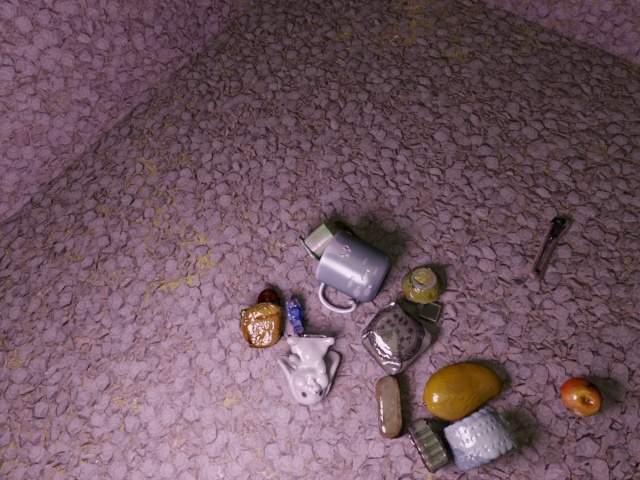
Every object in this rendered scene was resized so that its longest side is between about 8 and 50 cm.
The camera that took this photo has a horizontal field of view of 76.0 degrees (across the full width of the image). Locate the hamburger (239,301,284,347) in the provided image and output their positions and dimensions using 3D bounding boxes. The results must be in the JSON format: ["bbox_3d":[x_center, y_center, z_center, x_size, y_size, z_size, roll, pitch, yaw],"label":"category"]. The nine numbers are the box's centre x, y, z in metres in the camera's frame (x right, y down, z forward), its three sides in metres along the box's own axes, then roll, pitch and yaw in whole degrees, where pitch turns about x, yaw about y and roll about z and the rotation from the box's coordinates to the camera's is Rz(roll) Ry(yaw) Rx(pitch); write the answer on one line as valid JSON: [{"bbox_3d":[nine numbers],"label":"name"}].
[{"bbox_3d":[-0.251,0.376,1.784,0.183,0.130,0.206,-10,107,-10],"label":"hamburger"}]

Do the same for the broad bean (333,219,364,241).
[{"bbox_3d":[0.171,-0.003,1.999,0.297,0.043,0.060,41,64,18],"label":"broad bean"}]

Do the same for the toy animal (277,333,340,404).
[{"bbox_3d":[-0.058,0.525,1.720,0.249,0.174,0.289,22,68,1],"label":"toy animal"}]

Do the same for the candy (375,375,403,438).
[{"bbox_3d":[0.280,0.675,1.661,0.102,0.104,0.234,-6,65,7],"label":"candy"}]

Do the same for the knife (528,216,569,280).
[{"bbox_3d":[1.066,0.031,1.910,0.089,0.043,0.365,29,72,17],"label":"knife"}]

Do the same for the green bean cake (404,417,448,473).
[{"bbox_3d":[0.407,0.777,1.567,0.094,0.173,0.181,-27,64,-6],"label":"green bean cake"}]

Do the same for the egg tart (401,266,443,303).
[{"bbox_3d":[0.460,0.190,1.858,0.197,0.078,0.197,-5,49,6],"label":"egg tart"}]

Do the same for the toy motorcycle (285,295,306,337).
[{"bbox_3d":[-0.110,0.335,1.834,0.076,0.114,0.205,-15,65,-3],"label":"toy motorcycle"}]

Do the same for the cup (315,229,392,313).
[{"bbox_3d":[0.138,0.169,1.836,0.274,0.259,0.357,26,102,15],"label":"cup"}]

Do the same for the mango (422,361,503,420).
[{"bbox_3d":[0.564,0.595,1.658,0.331,0.142,0.195,-25,71,-15],"label":"mango"}]

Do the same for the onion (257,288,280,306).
[{"bbox_3d":[-0.234,0.276,1.877,0.118,0.118,0.117,-32,63,-9],"label":"onion"}]

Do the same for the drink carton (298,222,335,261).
[{"bbox_3d":[0.000,0.000,1.933,0.142,0.146,0.144,-41,67,9],"label":"drink carton"}]

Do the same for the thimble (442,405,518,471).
[{"bbox_3d":[0.598,0.745,1.548,0.250,0.205,0.172,-28,60,10],"label":"thimble"}]

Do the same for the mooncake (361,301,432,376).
[{"bbox_3d":[0.315,0.417,1.753,0.250,0.136,0.254,-42,70,-17],"label":"mooncake"}]

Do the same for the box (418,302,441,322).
[{"bbox_3d":[0.488,0.320,1.834,0.079,0.035,0.083,19,69,12],"label":"box"}]

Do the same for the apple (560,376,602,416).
[{"bbox_3d":[1.028,0.613,1.611,0.146,0.146,0.146,-2,66,4],"label":"apple"}]
